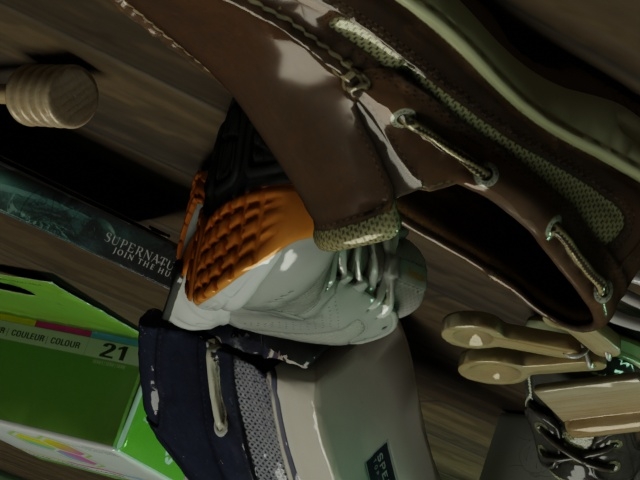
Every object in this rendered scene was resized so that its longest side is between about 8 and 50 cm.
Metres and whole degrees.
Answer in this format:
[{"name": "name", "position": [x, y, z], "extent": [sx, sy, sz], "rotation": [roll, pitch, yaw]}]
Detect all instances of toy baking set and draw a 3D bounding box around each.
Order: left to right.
[{"name": "toy baking set", "position": [0.171, 0.057, 0.895], "extent": [0.197, 0.030, 0.256], "rotation": [18, 154, -28]}]

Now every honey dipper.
[{"name": "honey dipper", "position": [-0.166, -0.074, 0.944], "extent": [0.161, 0.030, 0.030], "rotation": [9, 163, 48]}]

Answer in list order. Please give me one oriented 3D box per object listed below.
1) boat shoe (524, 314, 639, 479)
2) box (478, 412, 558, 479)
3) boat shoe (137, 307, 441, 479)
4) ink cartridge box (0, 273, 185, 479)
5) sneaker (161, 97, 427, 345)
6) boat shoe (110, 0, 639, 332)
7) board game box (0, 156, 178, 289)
[{"name": "boat shoe", "position": [0.156, 0.105, 1.088], "extent": [0.080, 0.073, 0.223], "rotation": [14, 164, 22]}, {"name": "box", "position": [0.184, 0.191, 1.251], "extent": [0.091, 0.130, 0.170], "rotation": [30, 162, -34]}, {"name": "boat shoe", "position": [-0.011, 0.167, 1.220], "extent": [0.158, 0.127, 0.340], "rotation": [14, 125, 37]}, {"name": "ink cartridge box", "position": [-0.215, 0.106, 1.503], "extent": [0.189, 0.097, 0.255], "rotation": [8, 163, 35]}, {"name": "sneaker", "position": [0.000, 0.000, 0.901], "extent": [0.121, 0.099, 0.262], "rotation": [13, 173, -7]}, {"name": "boat shoe", "position": [0.021, -0.042, 0.687], "extent": [0.257, 0.095, 0.095], "rotation": [25, 164, -22]}, {"name": "board game box", "position": [-0.160, -0.025, 1.045], "extent": [0.186, 0.026, 0.126], "rotation": [26, 179, -28]}]
